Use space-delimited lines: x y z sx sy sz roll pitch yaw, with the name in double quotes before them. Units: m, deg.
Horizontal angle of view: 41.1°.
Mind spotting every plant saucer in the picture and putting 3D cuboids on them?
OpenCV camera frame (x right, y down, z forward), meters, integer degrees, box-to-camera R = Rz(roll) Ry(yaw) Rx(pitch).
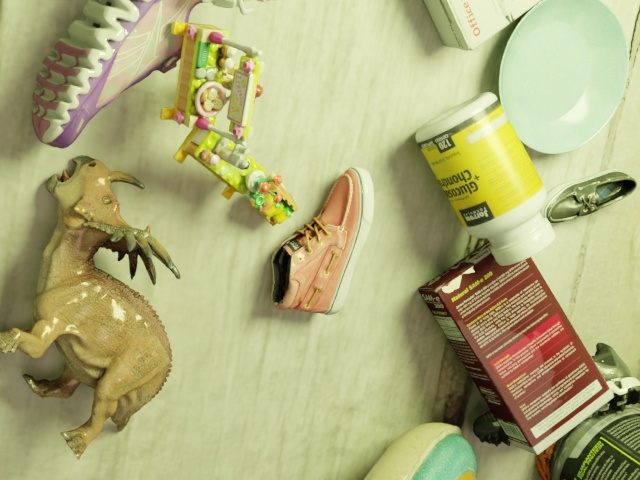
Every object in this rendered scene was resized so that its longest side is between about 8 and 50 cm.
"plant saucer" 0.290 -0.204 1.045 0.195 0.037 0.195 -7 108 -22

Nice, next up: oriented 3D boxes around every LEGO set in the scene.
"LEGO set" -0.067 -0.107 0.825 0.132 0.107 0.287 -32 132 -32

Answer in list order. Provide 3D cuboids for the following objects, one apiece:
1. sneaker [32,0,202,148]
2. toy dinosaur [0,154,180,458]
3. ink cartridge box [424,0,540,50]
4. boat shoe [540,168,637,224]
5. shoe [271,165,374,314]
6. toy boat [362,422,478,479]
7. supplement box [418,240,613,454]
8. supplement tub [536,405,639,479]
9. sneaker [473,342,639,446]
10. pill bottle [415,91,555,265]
"sneaker" -0.181 -0.182 0.808 0.104 0.095 0.236 30 94 -44
"toy dinosaur" -0.211 0.083 0.860 0.200 0.127 0.296 -35 123 -19
"ink cartridge box" 0.187 -0.298 0.953 0.150 0.063 0.109 -37 118 -10
"boat shoe" 0.349 -0.057 1.117 0.142 0.040 0.049 -24 115 -17
"shoe" 0.000 0.000 0.959 0.081 0.063 0.178 5 108 -31
"toy boat" 0.131 0.386 1.067 0.267 0.148 0.318 -41 139 -46
"supplement box" 0.241 0.127 1.061 0.130 0.073 0.239 -32 95 -13
"supplement tub" 0.444 0.345 1.130 0.193 0.316 0.194 -8 110 -23
"sneaker" 0.312 0.205 1.164 0.234 0.106 0.078 -19 146 1
"pill bottle" 0.194 -0.068 0.979 0.103 0.103 0.184 -32 97 -13
